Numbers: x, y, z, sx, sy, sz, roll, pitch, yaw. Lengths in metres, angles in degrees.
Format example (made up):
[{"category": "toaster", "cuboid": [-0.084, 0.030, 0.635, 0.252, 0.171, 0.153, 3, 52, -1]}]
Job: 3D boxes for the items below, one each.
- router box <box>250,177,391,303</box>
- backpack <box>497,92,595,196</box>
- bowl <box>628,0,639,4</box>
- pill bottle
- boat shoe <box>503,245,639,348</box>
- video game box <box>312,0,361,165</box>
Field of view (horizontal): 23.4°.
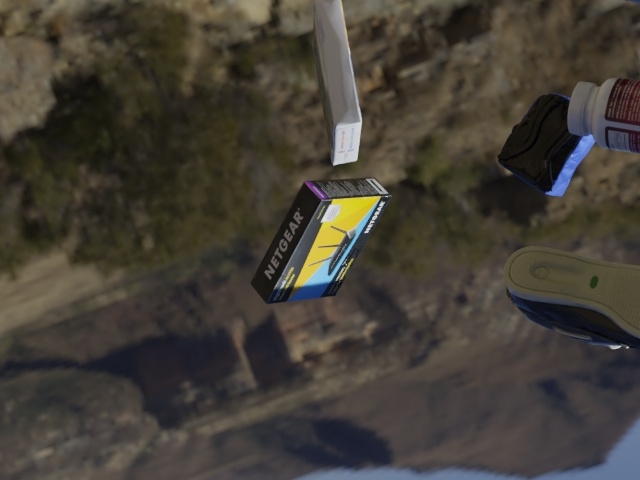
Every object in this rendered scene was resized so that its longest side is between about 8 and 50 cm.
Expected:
[{"category": "router box", "cuboid": [0.000, 0.000, 2.043, 0.133, 0.046, 0.179, -5, 134, -44]}, {"category": "backpack", "cuboid": [0.305, -0.132, 2.025, 0.120, 0.098, 0.101, -62, 157, 13]}, {"category": "bowl", "cuboid": [0.438, -0.395, 2.004, 0.311, 0.163, 0.311, 13, -162, -4]}, {"category": "pill bottle", "cuboid": [0.372, -0.145, 1.810, 0.152, 0.086, 0.086, 12, -170, 24]}, {"category": "boat shoe", "cuboid": [0.302, 0.073, 1.588, 0.084, 0.233, 0.079, -58, 152, -31]}, {"category": "video game box", "cuboid": [0.024, -0.239, 2.349, 0.048, 0.205, 0.187, -8, 166, -5]}]
